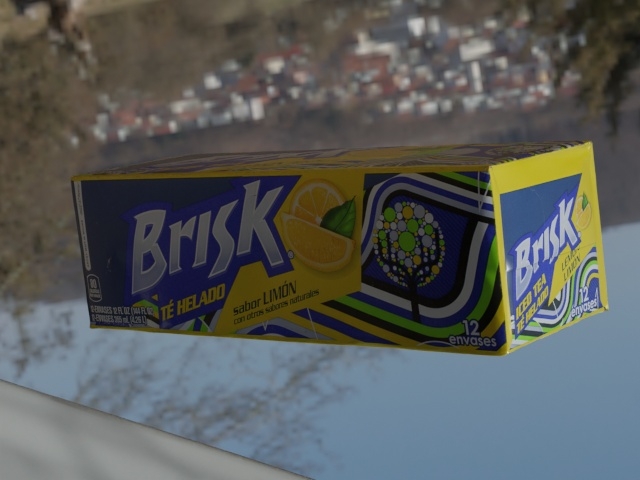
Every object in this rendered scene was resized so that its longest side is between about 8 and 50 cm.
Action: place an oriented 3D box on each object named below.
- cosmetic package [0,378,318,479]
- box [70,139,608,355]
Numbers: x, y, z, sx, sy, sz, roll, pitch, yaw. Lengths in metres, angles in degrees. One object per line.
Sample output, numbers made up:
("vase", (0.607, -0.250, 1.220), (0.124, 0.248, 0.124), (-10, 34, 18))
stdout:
("cosmetic package", (-0.176, 0.184, 0.759), (0.384, 0.217, 0.156), (16, 161, -3))
("box", (0.000, 0.000, 0.473), (0.168, 0.054, 0.059), (0, -170, 40))
